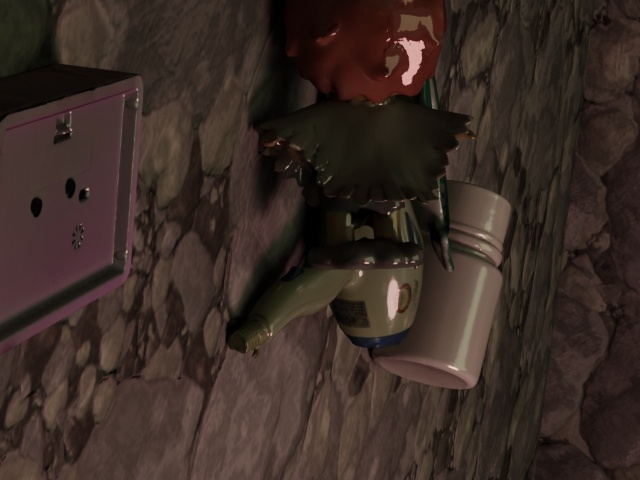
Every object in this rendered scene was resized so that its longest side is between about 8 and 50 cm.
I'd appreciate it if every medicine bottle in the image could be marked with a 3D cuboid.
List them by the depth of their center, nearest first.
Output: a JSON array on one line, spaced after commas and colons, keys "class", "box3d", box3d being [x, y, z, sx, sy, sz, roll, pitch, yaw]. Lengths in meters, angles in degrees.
[{"class": "medicine bottle", "box3d": [0.153, 0.054, 2.040, 0.139, 0.139, 0.237, 54, 47, -67]}]

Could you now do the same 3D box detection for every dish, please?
[{"class": "dish", "box3d": [0.094, -0.085, 1.798, 0.224, 0.078, 0.246, 73, 12, -61]}]

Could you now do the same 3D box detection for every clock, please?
[{"class": "clock", "box3d": [-0.181, -0.027, 1.028, 0.197, 0.063, 0.150, -35, 134, -67]}]

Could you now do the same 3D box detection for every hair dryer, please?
[{"class": "hair dryer", "box3d": [0.012, -0.037, 1.629, 0.298, 0.119, 0.296, 0, 94, -60]}]

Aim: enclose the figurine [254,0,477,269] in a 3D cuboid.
[{"class": "figurine", "box3d": [0.037, -0.165, 1.514, 0.166, 0.207, 0.387, -157, -116, -78]}]
